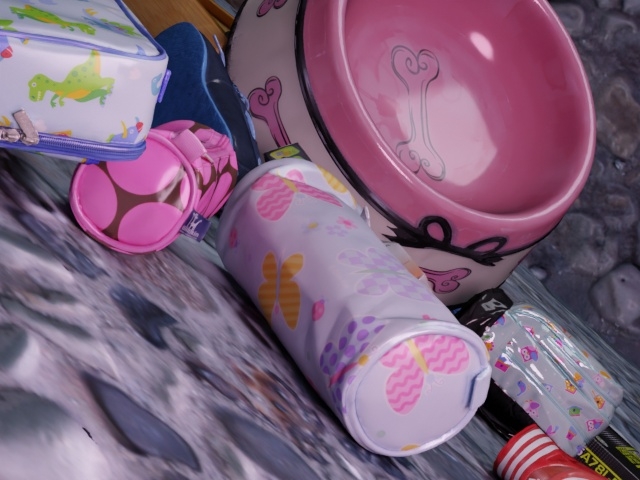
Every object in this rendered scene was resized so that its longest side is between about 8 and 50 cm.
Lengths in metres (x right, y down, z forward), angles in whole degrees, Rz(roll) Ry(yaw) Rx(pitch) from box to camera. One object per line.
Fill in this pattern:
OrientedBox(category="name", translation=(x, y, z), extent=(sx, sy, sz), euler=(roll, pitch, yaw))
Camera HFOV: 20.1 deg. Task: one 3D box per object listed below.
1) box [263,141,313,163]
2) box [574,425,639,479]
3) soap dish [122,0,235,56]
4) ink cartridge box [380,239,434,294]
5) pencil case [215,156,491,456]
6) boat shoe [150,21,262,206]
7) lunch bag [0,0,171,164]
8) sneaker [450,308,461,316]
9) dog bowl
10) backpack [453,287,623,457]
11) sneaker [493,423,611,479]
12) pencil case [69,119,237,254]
OrientedBox(category="box", translation=(0.000, 0.000, 1.593), extent=(0.207, 0.036, 0.114), euler=(-123, -163, -64))
OrientedBox(category="box", translation=(0.320, 0.245, 1.944), extent=(0.184, 0.045, 0.190), euler=(41, 8, 21))
OrientedBox(category="soap dish", translation=(-0.108, -0.175, 1.979), extent=(0.229, 0.118, 0.291), euler=(36, 10, -34))
OrientedBox(category="ink cartridge box", translation=(0.073, 0.059, 1.607), extent=(0.145, 0.045, 0.179), euler=(65, -2, -29))
OrientedBox(category="pencil case", translation=(0.020, 0.045, 1.341), extent=(0.124, 0.113, 0.273), euler=(10, 24, -30))
OrientedBox(category="boat shoe", translation=(-0.115, -0.107, 1.705), extent=(0.089, 0.109, 0.258), euler=(44, 20, -38))
OrientedBox(category="lunch bag", translation=(-0.197, -0.124, 1.160), extent=(0.176, 0.090, 0.219), euler=(8, 20, -24))
OrientedBox(category="sneaker", translation=(0.142, 0.059, 2.004), extent=(0.209, 0.082, 0.069), euler=(37, 6, -34))
OrientedBox(category="dog bowl", translation=(0.110, -0.142, 1.846), extent=(0.408, 0.150, 0.408), euler=(17, 60, -31))
OrientedBox(category="backpack", translation=(0.204, 0.131, 1.763), extent=(0.182, 0.115, 0.152), euler=(44, 5, 2))
OrientedBox(category="sneaker", translation=(0.232, 0.214, 1.536), extent=(0.221, 0.087, 0.128), euler=(35, 11, -45))
OrientedBox(category="pencil case", translation=(-0.109, -0.043, 1.279), extent=(0.095, 0.098, 0.209), euler=(41, 7, -3))
